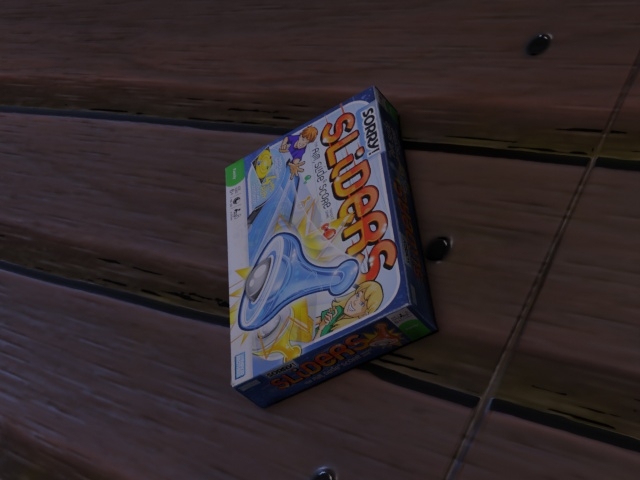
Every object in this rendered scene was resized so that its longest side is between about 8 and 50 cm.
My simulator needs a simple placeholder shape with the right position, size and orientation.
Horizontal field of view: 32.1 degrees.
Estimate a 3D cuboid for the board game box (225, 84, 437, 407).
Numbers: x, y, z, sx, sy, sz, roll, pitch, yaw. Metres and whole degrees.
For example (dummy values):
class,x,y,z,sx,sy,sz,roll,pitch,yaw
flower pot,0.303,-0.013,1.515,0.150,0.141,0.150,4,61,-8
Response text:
class,x,y,z,sx,sy,sz,roll,pitch,yaw
board game box,0.000,0.000,0.759,0.136,0.035,0.201,-27,44,21
